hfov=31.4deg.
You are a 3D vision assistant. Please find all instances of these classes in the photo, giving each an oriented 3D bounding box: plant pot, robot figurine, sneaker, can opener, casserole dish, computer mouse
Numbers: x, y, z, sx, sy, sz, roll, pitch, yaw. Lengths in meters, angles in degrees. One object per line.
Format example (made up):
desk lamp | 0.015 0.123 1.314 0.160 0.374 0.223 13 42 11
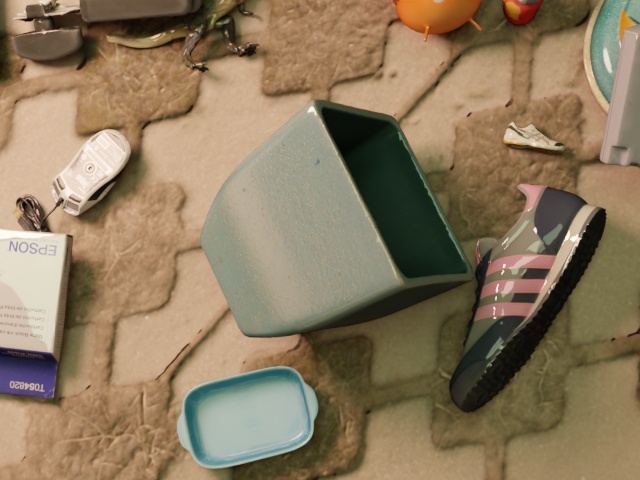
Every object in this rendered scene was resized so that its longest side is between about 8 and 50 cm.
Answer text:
plant pot | 0.000 0.000 1.443 0.252 0.247 0.248 -31 77 24
robot figurine | 0.149 -0.378 1.560 0.128 0.158 0.220 -24 76 29
sneaker | 0.240 0.070 1.489 0.131 0.112 0.319 31 81 28
sneaker | 0.292 -0.141 1.550 0.083 0.032 0.037 12 80 6
can opener | -0.300 -0.314 1.593 0.280 0.074 0.093 -6 107 17
casserole dish | -0.094 0.234 1.504 0.188 0.037 0.114 -14 78 1
computer mouse | -0.333 -0.071 1.582 0.193 0.042 0.106 -44 74 1

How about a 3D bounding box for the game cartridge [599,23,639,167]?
game cartridge | 0.506 -0.183 1.452 0.294 0.060 0.196 4 108 -17

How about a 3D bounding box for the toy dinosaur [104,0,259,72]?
toy dinosaur | -0.161 -0.302 1.606 0.268 0.064 0.118 -28 77 5

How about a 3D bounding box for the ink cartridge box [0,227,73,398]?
ink cartridge box | -0.454 0.091 1.527 0.223 0.045 0.224 5 86 3

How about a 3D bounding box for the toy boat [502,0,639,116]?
toy boat | 0.391 -0.293 1.513 0.318 0.148 0.268 18 81 7
